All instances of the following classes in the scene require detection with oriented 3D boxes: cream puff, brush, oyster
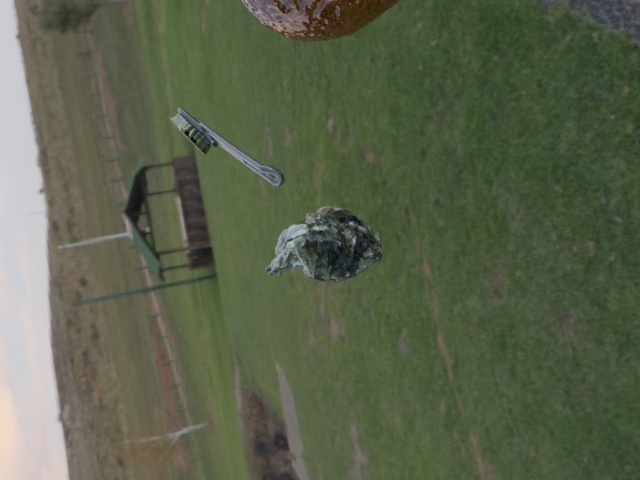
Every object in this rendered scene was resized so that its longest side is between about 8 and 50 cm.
[{"bbox_3d":[0.002,-0.442,1.043,0.212,0.302,0.303,70,-178,-56],"label":"cream puff"},{"bbox_3d":[-0.101,-0.094,0.732,0.062,0.027,0.266,45,175,-32],"label":"brush"},{"bbox_3d":[-0.001,0.003,1.039,0.199,0.252,0.087,33,116,47],"label":"oyster"}]
